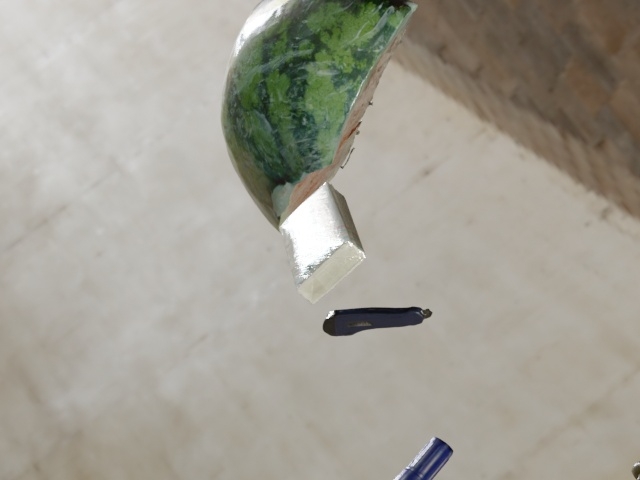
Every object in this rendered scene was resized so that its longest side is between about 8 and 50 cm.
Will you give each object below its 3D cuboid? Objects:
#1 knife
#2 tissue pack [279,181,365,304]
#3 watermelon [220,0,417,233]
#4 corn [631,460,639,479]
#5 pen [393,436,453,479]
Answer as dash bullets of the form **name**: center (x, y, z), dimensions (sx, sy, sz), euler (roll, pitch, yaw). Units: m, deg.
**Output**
- **knife**: center (0.057, 0.082, 1.480), dimensions (0.121, 0.018, 0.031), euler (-4, 134, 25)
- **tissue pack**: center (0.000, 0.000, 1.059), dimensions (0.023, 0.056, 0.108), euler (43, -168, -24)
- **watermelon**: center (-0.011, -0.154, 1.531), dimensions (0.305, 0.180, 0.224), euler (121, 136, -56)
- **corn**: center (0.374, 0.171, 1.024), dimensions (0.106, 0.305, 0.106), euler (35, -135, -46)
- **pen**: center (0.021, 0.209, 0.957), dimensions (0.025, 0.204, 0.025), euler (35, 155, 19)
